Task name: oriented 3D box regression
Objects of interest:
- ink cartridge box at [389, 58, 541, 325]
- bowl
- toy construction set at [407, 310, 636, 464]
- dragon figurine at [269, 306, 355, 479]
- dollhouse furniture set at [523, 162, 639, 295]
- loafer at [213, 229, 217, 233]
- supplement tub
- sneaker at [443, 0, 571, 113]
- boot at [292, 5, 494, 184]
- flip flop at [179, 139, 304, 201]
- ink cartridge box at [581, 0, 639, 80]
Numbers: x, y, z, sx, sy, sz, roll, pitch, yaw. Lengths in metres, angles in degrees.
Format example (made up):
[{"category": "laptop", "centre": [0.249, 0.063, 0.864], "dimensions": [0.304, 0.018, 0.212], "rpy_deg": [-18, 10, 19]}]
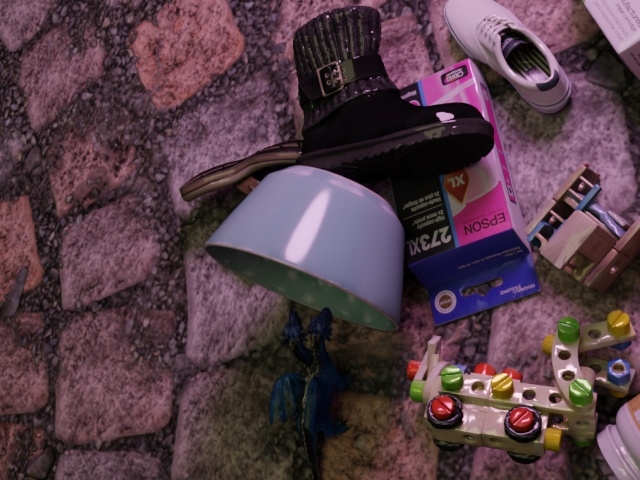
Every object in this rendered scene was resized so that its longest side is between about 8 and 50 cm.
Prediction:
[{"category": "ink cartridge box", "centre": [0.199, -0.074, 1.638], "dimensions": [0.175, 0.069, 0.371], "rpy_deg": [-21, 69, 26]}, {"category": "bowl", "centre": [0.000, 0.000, 1.603], "dimensions": [0.311, 0.311, 0.163], "rpy_deg": [14, 76, 34]}, {"category": "toy construction set", "centre": [0.249, 0.191, 1.461], "dimensions": [0.327, 0.151, 0.215], "rpy_deg": [-5, 45, 32]}, {"category": "dragon figurine", "centre": [-0.020, 0.245, 1.635], "dimensions": [0.085, 0.144, 0.289], "rpy_deg": [6, 80, 33]}, {"category": "dollhouse furniture set", "centre": [0.347, -0.030, 1.458], "dimensions": [0.129, 0.183, 0.129], "rpy_deg": [-51, 57, 10]}, {"category": "loafer", "centre": [-0.140, 0.010, 1.834], "dimensions": [0.125, 0.039, 0.045], "rpy_deg": [31, 95, 34]}, {"category": "supplement tub", "centre": [0.459, 0.234, 1.343], "dimensions": [0.199, 0.144, 0.144], "rpy_deg": [-40, 60, 17]}, {"category": "sneaker", "centre": [0.277, -0.299, 1.619], "dimensions": [0.094, 0.091, 0.258], "rpy_deg": [-42, 62, -3]}, {"category": "boot", "centre": [0.095, -0.229, 1.624], "dimensions": [0.347, 0.131, 0.260], "rpy_deg": [-7, 75, 34]}, {"category": "flip flop", "centre": [-0.107, -0.103, 1.815], "dimensions": [0.277, 0.112, 0.080], "rpy_deg": [-18, 100, 20]}, {"category": "ink cartridge box", "centre": [0.496, -0.391, 1.502], "dimensions": [0.278, 0.117, 0.201], "rpy_deg": [-35, 62, 19]}]
